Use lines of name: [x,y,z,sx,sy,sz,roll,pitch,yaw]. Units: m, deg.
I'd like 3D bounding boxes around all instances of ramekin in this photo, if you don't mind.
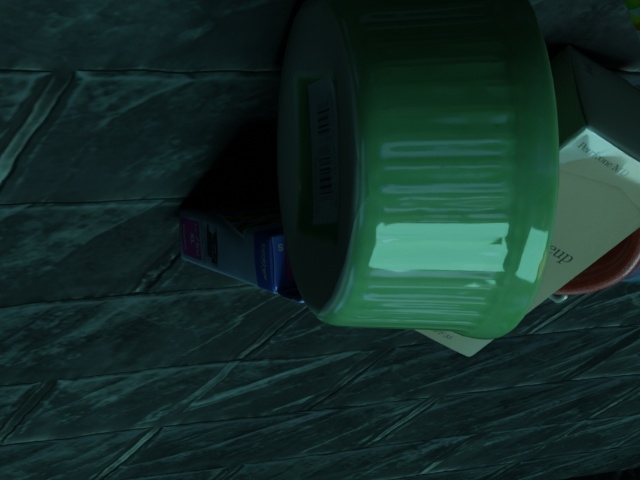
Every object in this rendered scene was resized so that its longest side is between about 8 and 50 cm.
ramekin: [0.064,-0.069,1.313,0.148,0.303,0.303,-2,156,-15]

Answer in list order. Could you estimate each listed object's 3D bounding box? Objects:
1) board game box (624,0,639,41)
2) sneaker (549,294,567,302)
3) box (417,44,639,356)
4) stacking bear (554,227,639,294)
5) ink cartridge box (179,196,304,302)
board game box: [0.332,-0.170,1.263,0.144,0.275,0.142,-28,157,27]
sneaker: [0.244,0.033,1.994,0.185,0.084,0.069,7,150,-47]
box: [0.195,-0.033,1.623,0.148,0.121,0.311,27,130,-26]
stacking bear: [0.353,-0.037,1.798,0.164,0.175,0.289,17,-164,36]
ink cartridge box: [0.000,0.000,1.560,0.185,0.065,0.311,-7,-169,-22]
